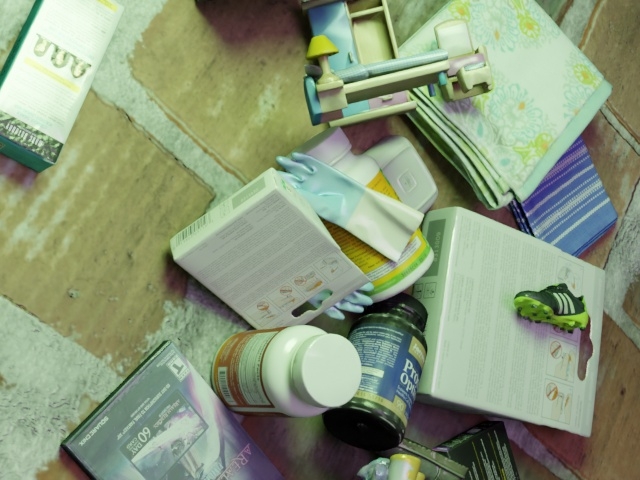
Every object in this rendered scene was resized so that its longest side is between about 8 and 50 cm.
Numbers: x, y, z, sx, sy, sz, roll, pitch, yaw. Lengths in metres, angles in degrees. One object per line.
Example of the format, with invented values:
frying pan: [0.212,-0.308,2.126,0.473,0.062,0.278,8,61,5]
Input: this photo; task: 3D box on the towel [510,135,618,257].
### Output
towel: [0.417,-0.133,1.779,0.243,0.040,0.336,-33,101,-35]

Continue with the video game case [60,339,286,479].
video game case: [-0.185,0.299,1.301,0.196,0.026,0.274,-46,108,-31]

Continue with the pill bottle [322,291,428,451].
pill bottle: [0.088,0.186,1.437,0.123,0.123,0.219,40,50,-23]

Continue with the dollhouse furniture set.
dollhouse furniture set: [0.104,-0.290,1.379,0.286,0.303,0.198,-14,91,1]

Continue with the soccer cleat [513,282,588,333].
soccer cleat: [0.375,0.100,1.603,0.179,0.060,0.072,21,62,-39]

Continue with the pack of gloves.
pack of gloves: [0.000,0.000,1.364,0.232,0.046,0.195,27,101,-9]

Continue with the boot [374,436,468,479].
boot: [0.114,0.405,1.468,0.189,0.076,0.208,27,83,-6]

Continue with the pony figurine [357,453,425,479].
pony figurine: [0.115,0.484,1.307,0.351,0.303,0.363,21,65,-25]

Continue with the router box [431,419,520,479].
router box: [0.262,0.397,1.580,0.133,0.046,0.179,-17,92,-35]

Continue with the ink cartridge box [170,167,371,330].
ink cartridge box: [-0.066,0.026,1.349,0.224,0.181,0.056,43,21,-37]

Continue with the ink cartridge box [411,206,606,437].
ink cartridge box: [0.315,0.146,1.639,0.385,0.091,0.308,20,72,-34]

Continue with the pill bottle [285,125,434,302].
pill bottle: [0.051,-0.041,1.450,0.136,0.136,0.246,-43,107,-32]

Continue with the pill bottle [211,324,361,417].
pill bottle: [-0.045,0.175,1.300,0.121,0.216,0.121,6,79,-34]

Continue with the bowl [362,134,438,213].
bowl: [0.124,-0.088,1.561,0.142,0.053,0.142,-41,107,-32]

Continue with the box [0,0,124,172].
box: [-0.345,-0.218,1.250,0.100,0.060,0.244,30,67,-27]

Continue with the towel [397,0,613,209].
towel: [0.304,-0.268,1.659,0.320,0.090,0.374,48,59,-7]
